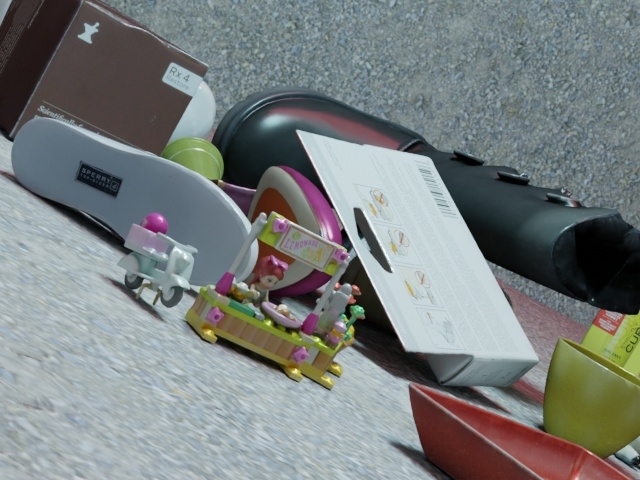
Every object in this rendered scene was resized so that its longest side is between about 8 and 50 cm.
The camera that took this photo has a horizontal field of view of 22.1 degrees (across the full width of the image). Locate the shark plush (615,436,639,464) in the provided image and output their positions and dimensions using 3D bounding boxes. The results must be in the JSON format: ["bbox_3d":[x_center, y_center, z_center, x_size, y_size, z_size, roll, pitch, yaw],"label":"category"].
[{"bbox_3d":[0.333,0.228,1.897,0.161,0.073,0.067,9,-26,29],"label":"shark plush"}]

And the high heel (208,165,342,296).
[{"bbox_3d":[0.000,0.000,1.663,0.181,0.127,0.377,18,6,-20],"label":"high heel"}]

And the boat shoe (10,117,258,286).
[{"bbox_3d":[-0.150,-0.038,1.439,0.258,0.095,0.084,32,10,23],"label":"boat shoe"}]

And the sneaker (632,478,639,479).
[{"bbox_3d":[0.310,0.248,1.343,0.166,0.065,0.076,30,9,25],"label":"sneaker"}]

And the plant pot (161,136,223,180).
[{"bbox_3d":[-0.148,-0.068,1.916,0.083,0.083,0.079,27,17,-24],"label":"plant pot"}]

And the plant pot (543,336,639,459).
[{"bbox_3d":[0.288,0.176,1.738,0.134,0.095,0.134,29,5,-3],"label":"plant pot"}]

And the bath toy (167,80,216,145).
[{"bbox_3d":[-0.308,-0.226,2.315,0.348,0.151,0.129,34,45,20],"label":"bath toy"}]

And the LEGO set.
[{"bbox_3d":[-0.019,0.040,1.309,0.132,0.107,0.287,33,6,39],"label":"LEGO set"}]

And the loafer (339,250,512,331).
[{"bbox_3d":[0.132,0.081,1.860,0.268,0.102,0.092,11,18,-44],"label":"loafer"}]

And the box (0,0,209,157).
[{"bbox_3d":[-0.261,-0.177,1.805,0.168,0.167,0.203,27,6,-31],"label":"box"}]

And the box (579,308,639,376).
[{"bbox_3d":[0.384,0.117,2.078,0.087,0.232,0.058,31,5,9],"label":"box"}]

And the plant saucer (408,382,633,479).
[{"bbox_3d":[0.211,0.211,1.231,0.258,0.048,0.259,24,6,-46],"label":"plant saucer"}]

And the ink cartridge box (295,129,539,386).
[{"bbox_3d":[0.086,0.022,1.698,0.239,0.060,0.275,7,49,-49],"label":"ink cartridge box"}]

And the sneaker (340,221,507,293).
[{"bbox_3d":[0.120,0.039,2.128,0.268,0.101,0.153,23,10,-33],"label":"sneaker"}]

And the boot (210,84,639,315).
[{"bbox_3d":[0.133,-0.042,1.952,0.367,0.146,0.445,1,22,-42],"label":"boot"}]

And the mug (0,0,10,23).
[{"bbox_3d":[-0.402,-0.225,1.163,0.328,0.276,0.374,19,40,-35],"label":"mug"}]
